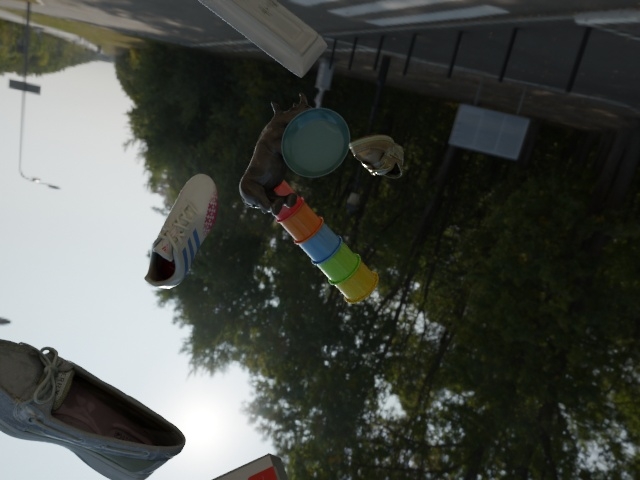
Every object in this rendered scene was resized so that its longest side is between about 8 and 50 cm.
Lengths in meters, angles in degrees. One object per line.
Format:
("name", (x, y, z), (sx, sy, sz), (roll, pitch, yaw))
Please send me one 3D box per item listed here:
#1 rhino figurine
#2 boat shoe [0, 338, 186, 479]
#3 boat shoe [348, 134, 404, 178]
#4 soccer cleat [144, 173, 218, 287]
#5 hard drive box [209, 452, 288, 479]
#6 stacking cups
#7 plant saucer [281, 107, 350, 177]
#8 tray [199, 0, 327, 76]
("rhino figurine", (-0.076, -0.163, 0.930), (0.106, 0.243, 0.073), (13, 170, 30))
("boat shoe", (-0.336, 0.230, 0.714), (0.320, 0.103, 0.118), (46, -160, -23))
("boat shoe", (0.084, -0.112, 0.702), (0.050, 0.045, 0.135), (-14, 172, 32))
("soccer cleat", (-0.370, -0.019, 1.363), (0.116, 0.331, 0.143), (23, -171, 10))
("hard drive box", (-0.146, 0.470, 0.797), (0.232, 0.089, 0.181), (-25, -120, -3))
("stacking cups", (0.000, 0.000, 1.088), (0.316, 0.096, 0.096), (49, -178, -24))
("plant saucer", (-0.006, -0.160, 0.851), (0.119, 0.119, 0.021), (18, 177, 19))
("tray", (-0.113, -0.451, 1.025), (0.270, 0.030, 0.145), (35, -130, -9))
